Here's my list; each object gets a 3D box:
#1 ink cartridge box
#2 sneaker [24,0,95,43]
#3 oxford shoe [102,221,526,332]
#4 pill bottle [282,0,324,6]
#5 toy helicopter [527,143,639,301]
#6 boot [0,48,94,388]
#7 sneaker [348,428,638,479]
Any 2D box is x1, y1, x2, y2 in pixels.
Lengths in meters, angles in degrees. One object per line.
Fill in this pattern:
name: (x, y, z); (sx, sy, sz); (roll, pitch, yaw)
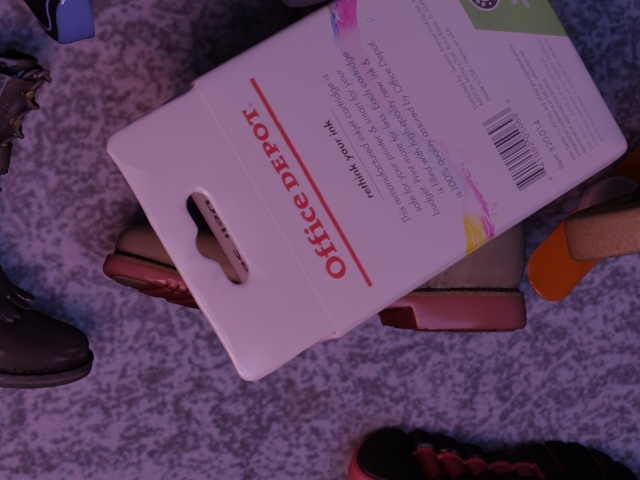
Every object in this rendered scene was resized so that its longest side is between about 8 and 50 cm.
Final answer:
ink cartridge box: (0.022, -0.061, 1.393); (0.353, 0.119, 0.207); (-31, 94, -23)
sneaker: (-0.235, -0.235, 1.344); (0.090, 0.081, 0.232); (-24, 108, -7)
oxford shoe: (0.000, 0.000, 1.503); (0.348, 0.123, 0.130); (5, 88, -25)
pill bottle: (-0.022, -0.251, 1.405); (0.086, 0.086, 0.152); (-25, 115, -10)
toy helicopter: (0.314, -0.036, 1.536); (0.355, 0.235, 0.140); (-19, 93, -48)
boot: (-0.249, -0.027, 1.403); (0.263, 0.091, 0.229); (21, 101, -23)
sneaker: (0.159, 0.249, 1.652); (0.313, 0.116, 0.136); (10, 115, -15)
